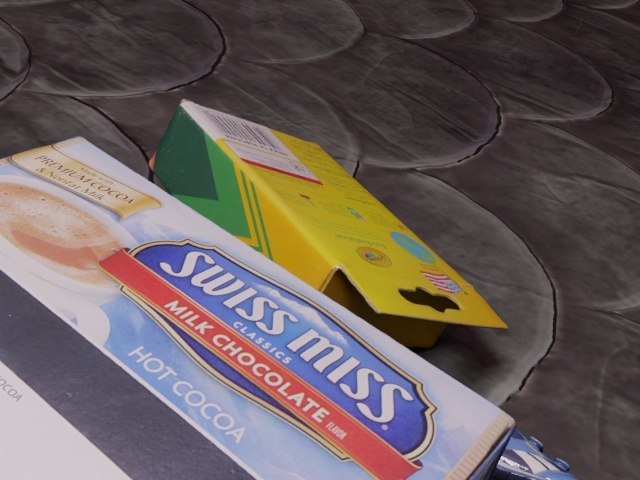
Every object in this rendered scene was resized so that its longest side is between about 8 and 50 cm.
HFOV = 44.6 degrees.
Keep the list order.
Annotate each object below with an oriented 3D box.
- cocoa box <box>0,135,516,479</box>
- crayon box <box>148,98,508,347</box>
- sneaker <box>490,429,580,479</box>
[{"bbox_3d":[-0.118,0.134,0.438,0.347,0.231,0.228,32,39,24],"label":"cocoa box"},{"bbox_3d":[0.000,0.000,0.728,0.202,0.081,0.318,12,26,-47],"label":"crayon box"},{"bbox_3d":[0.163,0.182,0.617,0.144,0.053,0.059,25,35,15],"label":"sneaker"}]
